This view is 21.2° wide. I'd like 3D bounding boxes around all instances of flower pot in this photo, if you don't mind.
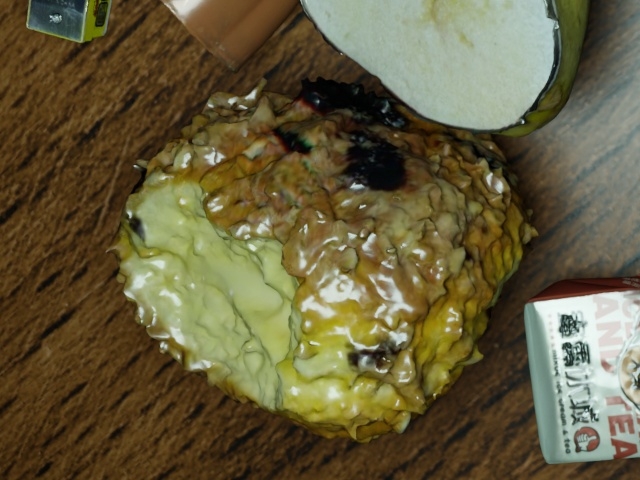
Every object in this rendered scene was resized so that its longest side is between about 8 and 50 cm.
[{"bbox_3d":[-0.080,-0.286,1.665,0.173,0.190,0.190,-40,85,9],"label":"flower pot"}]

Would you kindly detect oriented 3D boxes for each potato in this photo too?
[{"bbox_3d":[0.146,-0.242,1.560,0.300,0.196,0.246,41,130,26],"label":"potato"}]

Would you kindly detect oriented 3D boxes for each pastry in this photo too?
[{"bbox_3d":[0.018,-0.001,1.604,0.405,0.337,0.292,27,129,43],"label":"pastry"}]

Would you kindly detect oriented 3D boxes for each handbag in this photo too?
[{"bbox_3d":[0.347,0.108,1.590,0.298,0.151,0.171,-7,91,17],"label":"handbag"}]

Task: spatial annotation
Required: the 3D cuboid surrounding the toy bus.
[{"bbox_3d":[-0.243,-0.321,1.766,0.081,0.074,0.226,15,104,18],"label":"toy bus"}]
